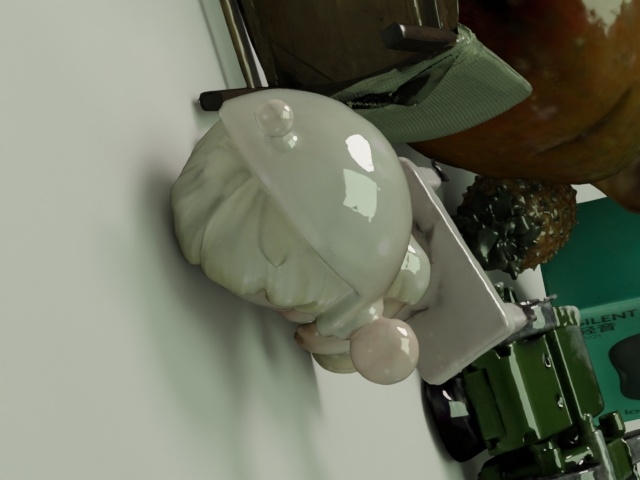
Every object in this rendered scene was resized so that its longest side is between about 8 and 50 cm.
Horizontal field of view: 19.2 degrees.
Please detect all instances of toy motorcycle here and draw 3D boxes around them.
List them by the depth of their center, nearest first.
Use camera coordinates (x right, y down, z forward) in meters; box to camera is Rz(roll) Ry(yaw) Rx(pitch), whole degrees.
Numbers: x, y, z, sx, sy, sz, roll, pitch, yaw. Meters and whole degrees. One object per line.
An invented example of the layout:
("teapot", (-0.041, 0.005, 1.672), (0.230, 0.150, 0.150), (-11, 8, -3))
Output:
("toy motorcycle", (0.171, 0.134, 1.485), (0.275, 0.127, 0.205), (-7, 77, -67))

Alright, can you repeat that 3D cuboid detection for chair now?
("chair", (0.022, -0.164, 1.242), (0.319, 0.160, 0.186), (-4, 77, -71))

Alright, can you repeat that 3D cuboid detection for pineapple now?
("pineapple", (0.160, -0.015, 1.646), (0.197, 0.108, 0.108), (-29, 100, -65))

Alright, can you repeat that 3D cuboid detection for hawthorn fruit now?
("hawthorn fruit", (0.137, -0.181, 1.481), (0.301, 0.268, 0.268), (27, 45, -49))

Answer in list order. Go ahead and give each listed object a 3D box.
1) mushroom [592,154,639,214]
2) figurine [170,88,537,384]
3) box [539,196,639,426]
("mushroom", (0.249, -0.249, 1.720), (0.397, 0.224, 0.314), (38, -39, 39))
("figurine", (0.010, 0.000, 1.053), (0.256, 0.144, 0.182), (30, 47, -62))
("box", (0.330, 0.065, 1.852), (0.311, 0.205, 0.118), (64, 14, -60))
